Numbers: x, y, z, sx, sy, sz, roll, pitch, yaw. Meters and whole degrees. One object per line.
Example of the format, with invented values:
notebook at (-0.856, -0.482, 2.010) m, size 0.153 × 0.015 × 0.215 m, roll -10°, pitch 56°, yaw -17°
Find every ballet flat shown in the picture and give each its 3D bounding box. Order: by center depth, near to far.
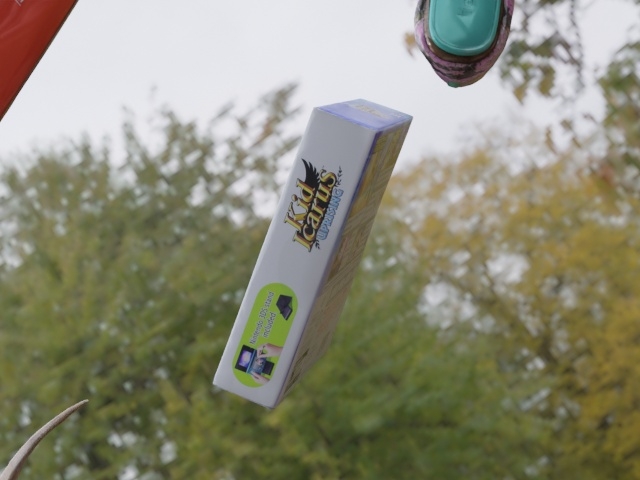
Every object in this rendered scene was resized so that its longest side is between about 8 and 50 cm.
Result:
ballet flat at (0.098, -0.201, 0.992) m, size 0.076 × 0.222 × 0.079 m, roll 10°, pitch -12°, yaw -2°

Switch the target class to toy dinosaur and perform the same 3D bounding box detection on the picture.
toy dinosaur at (-0.227, 0.199, 1.056) m, size 0.112 × 0.064 × 0.211 m, roll -65°, pitch 0°, yaw -51°

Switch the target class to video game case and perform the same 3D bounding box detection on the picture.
video game case at (0.000, 0.000, 1.378) m, size 0.269 × 0.061 × 0.244 m, roll -35°, pitch -34°, yaw -79°

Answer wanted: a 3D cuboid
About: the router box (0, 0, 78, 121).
router box at (-0.223, -0.097, 0.662) m, size 0.335 × 0.301 × 0.082 m, roll -18°, pitch -56°, yaw 36°
